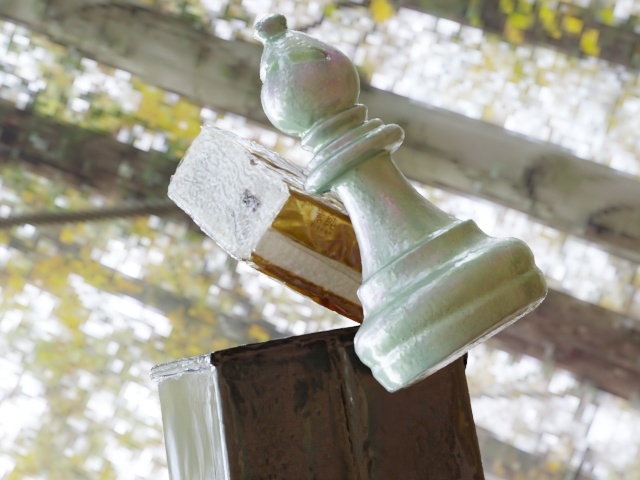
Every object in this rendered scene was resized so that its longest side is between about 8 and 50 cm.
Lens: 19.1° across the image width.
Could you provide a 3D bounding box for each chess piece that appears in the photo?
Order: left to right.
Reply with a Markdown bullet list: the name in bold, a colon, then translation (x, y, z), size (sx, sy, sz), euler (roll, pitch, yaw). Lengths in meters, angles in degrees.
- **chess piece**: translation (0.031, -0.040, 1.305), size (0.139, 0.272, 0.139), euler (-33, -6, -4)

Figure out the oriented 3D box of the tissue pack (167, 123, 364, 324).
- **tissue pack**: translation (0.000, 0.000, 1.623), size (0.226, 0.183, 0.092), euler (24, -80, -34)

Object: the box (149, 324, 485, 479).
- **box**: translation (-0.011, 0.198, 1.880), size (0.251, 0.345, 0.204), euler (-7, -95, -14)
